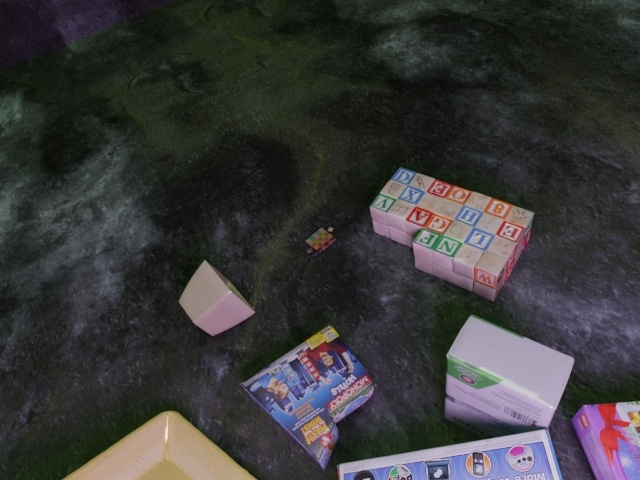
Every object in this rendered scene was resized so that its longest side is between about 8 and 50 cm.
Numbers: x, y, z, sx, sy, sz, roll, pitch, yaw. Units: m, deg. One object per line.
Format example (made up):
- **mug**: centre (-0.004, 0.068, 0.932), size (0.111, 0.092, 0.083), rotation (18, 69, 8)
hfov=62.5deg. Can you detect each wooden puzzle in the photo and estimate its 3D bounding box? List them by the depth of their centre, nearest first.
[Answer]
- **wooden puzzle**: centre (0.000, 0.000, 1.164), size (0.083, 0.006, 0.049), rotation (-39, 54, -18)

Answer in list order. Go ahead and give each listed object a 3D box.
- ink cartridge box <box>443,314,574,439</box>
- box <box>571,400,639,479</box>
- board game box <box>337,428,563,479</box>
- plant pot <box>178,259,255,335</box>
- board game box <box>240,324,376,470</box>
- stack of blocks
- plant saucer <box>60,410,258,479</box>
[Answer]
- **ink cartridge box**: centre (0.271, 0.226, 0.791), size (0.153, 0.209, 0.087), rotation (23, 57, 27)
- **box**: centre (0.495, 0.358, 0.701), size (0.200, 0.057, 0.294), rotation (-3, 47, -3)
- **board game box**: centre (0.184, 0.430, 0.678), size (0.308, 0.086, 0.302), rotation (-17, 49, 18)
- **plant pot**: centre (-0.215, 0.125, 1.057), size (0.096, 0.109, 0.109), rotation (-44, 54, -6)
- **board game box**: centre (-0.007, 0.277, 0.909), size (0.194, 0.060, 0.194), rotation (-31, 53, -12)
- **stack of blocks**: centre (0.250, -0.022, 1.071), size (0.297, 0.087, 0.171), rotation (25, 61, 29)
- **plant saucer**: centre (-0.244, 0.443, 0.755), size (0.332, 0.081, 0.332), rotation (27, 34, 29)
